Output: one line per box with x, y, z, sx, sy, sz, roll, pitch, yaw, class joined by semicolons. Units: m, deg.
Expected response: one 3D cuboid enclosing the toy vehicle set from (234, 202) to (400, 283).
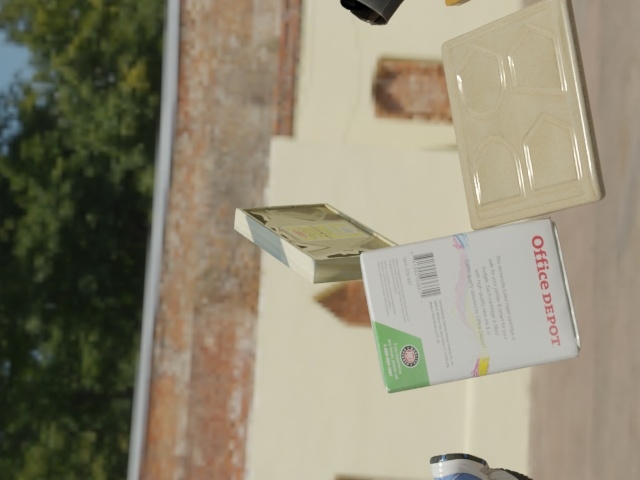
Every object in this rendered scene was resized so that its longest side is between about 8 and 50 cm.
0.000;0.000;2.160;0.267;0.166;0.035;33;122;56;toy vehicle set

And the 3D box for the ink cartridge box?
0.159;0.069;1.540;0.093;0.213;0.154;65;-166;-87;ink cartridge box

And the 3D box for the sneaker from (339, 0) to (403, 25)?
0.031;-0.345;1.726;0.118;0.222;0.083;-53;-39;-9;sneaker

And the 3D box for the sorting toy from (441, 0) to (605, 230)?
0.205;-0.176;1.493;0.229;0.041;0.307;-16;82;60;sorting toy

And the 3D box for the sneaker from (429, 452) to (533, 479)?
0.215;0.337;1.848;0.211;0.080;0.081;23;-121;-38;sneaker
